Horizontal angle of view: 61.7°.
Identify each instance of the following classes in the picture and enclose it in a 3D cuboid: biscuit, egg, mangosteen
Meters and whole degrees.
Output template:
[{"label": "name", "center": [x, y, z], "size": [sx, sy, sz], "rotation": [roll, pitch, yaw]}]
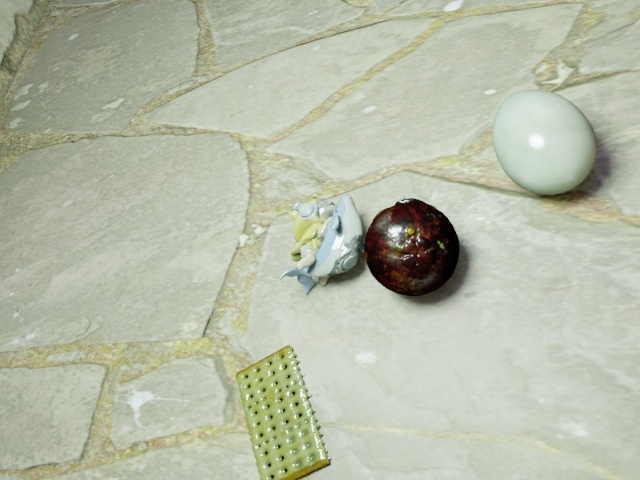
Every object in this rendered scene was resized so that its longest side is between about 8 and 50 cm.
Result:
[{"label": "biscuit", "center": [-0.074, 0.312, 0.962], "size": [0.139, 0.016, 0.231], "rotation": [-31, 52, 12]}, {"label": "egg", "center": [0.370, -0.170, 0.904], "size": [0.151, 0.151, 0.209], "rotation": [-28, 50, 12]}, {"label": "mangosteen", "center": [0.152, 0.014, 0.930], "size": [0.173, 0.184, 0.172], "rotation": [2, 83, -14]}]

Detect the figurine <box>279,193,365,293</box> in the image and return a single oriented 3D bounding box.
[{"label": "figurine", "center": [0.000, 0.000, 1.031], "size": [0.184, 0.128, 0.208], "rotation": [35, 88, 40]}]
